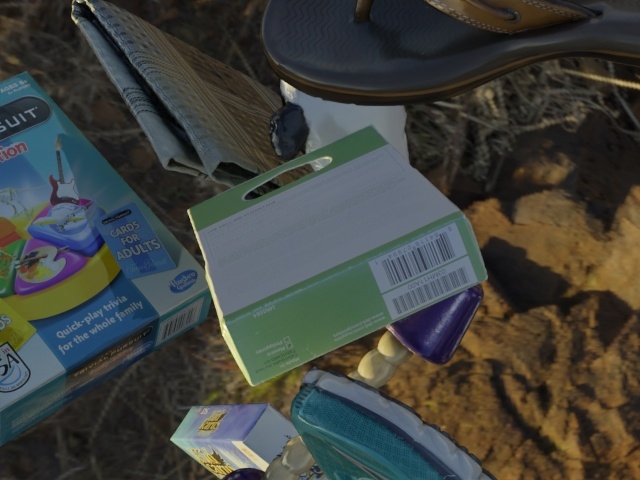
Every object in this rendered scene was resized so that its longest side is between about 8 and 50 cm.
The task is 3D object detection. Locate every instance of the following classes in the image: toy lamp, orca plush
[{"bbox_3d":[0.026,0.126,0.968,0.275,0.080,0.080,-48,68,16],"label":"toy lamp"},{"bbox_3d":[0.036,-0.112,1.072,0.151,0.287,0.102,-43,33,6],"label":"orca plush"}]

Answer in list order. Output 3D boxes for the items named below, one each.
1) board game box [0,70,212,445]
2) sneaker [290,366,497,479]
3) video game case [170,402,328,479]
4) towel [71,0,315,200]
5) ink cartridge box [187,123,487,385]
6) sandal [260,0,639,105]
[{"bbox_3d":[-0.312,0.004,1.206,0.336,0.254,0.079,46,146,19],"label":"board game box"},{"bbox_3d":[0.052,0.190,0.654,0.107,0.110,0.275,10,131,53],"label":"sneaker"},{"bbox_3d":[-0.042,0.300,1.485,0.244,0.269,0.061,42,67,-14],"label":"video game case"},{"bbox_3d":[-0.085,-0.111,1.240,0.056,0.312,0.324,-52,50,14],"label":"towel"},{"bbox_3d":[0.000,0.000,0.850,0.171,0.235,0.056,-25,111,-3],"label":"ink cartridge box"},{"bbox_3d":[0.074,-0.101,0.443,0.219,0.060,0.090,4,64,28],"label":"sandal"}]
